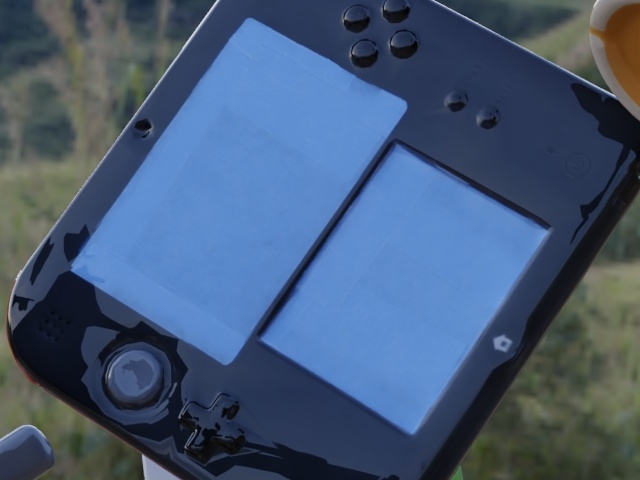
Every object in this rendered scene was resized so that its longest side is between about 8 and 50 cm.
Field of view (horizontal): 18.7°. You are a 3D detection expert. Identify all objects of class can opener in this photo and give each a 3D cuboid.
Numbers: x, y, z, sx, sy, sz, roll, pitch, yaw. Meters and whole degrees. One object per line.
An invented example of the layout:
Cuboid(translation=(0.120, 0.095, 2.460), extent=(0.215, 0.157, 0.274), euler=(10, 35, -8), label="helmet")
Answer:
Cuboid(translation=(-0.354, 0.229, 1.610), extent=(0.280, 0.093, 0.074), euler=(-28, 1, -13), label="can opener")

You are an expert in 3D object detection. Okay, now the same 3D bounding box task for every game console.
Cuboid(translation=(0.000, 0.000, 1.359), extent=(0.342, 0.386, 0.060), euler=(30, -12, 24), label="game console")

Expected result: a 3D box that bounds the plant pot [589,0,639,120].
Cuboid(translation=(0.284, -0.165, 1.283), extent=(0.188, 0.205, 0.205), euler=(-41, 24, -27), label="plant pot")

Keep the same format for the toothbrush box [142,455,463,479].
Cuboid(translation=(-0.020, 0.201, 1.779), extent=(0.283, 0.206, 0.122), euler=(-7, -8, -4), label="toothbrush box")
